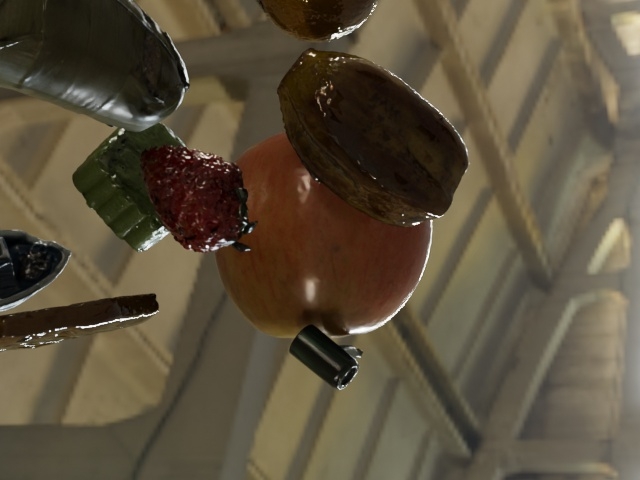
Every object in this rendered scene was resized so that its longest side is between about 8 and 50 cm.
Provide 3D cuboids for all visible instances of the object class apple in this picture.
[{"bbox_3d":[0.000,0.000,2.104,0.364,0.363,0.364,-5,-90,-66],"label":"apple"}]

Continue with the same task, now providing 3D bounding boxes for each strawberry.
[{"bbox_3d":[-0.175,-0.056,1.822,0.192,0.140,0.085,66,-159,-4],"label":"strawberry"}]

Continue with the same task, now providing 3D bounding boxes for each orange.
[{"bbox_3d":[-0.011,-0.422,1.988,0.236,0.236,0.236,-5,-90,-66],"label":"orange"}]

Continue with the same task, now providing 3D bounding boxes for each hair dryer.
[{"bbox_3d":[0.033,0.179,2.021,0.057,0.100,0.197,-56,-20,11],"label":"hair dryer"}]

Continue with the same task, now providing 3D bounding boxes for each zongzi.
[{"bbox_3d":[-0.340,-0.361,1.840,0.356,0.174,0.393,21,-122,-42],"label":"zongzi"}]

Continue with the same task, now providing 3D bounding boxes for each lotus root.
[{"bbox_3d":[0.062,-0.147,1.842,0.291,0.193,0.193,39,-140,-11],"label":"lotus root"}]

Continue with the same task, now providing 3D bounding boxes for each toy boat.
[{"bbox_3d":[-0.520,0.044,1.933,0.309,0.142,0.129,-9,-112,-28],"label":"toy boat"}]

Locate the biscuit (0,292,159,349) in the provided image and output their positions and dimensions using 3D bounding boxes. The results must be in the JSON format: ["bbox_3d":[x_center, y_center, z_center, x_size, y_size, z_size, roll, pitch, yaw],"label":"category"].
[{"bbox_3d":[-0.394,0.121,1.755,0.359,0.359,0.046,0,-100,-66],"label":"biscuit"}]

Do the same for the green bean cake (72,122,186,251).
[{"bbox_3d":[-0.319,-0.110,2.341,0.200,0.113,0.214,47,-138,-16],"label":"green bean cake"}]
